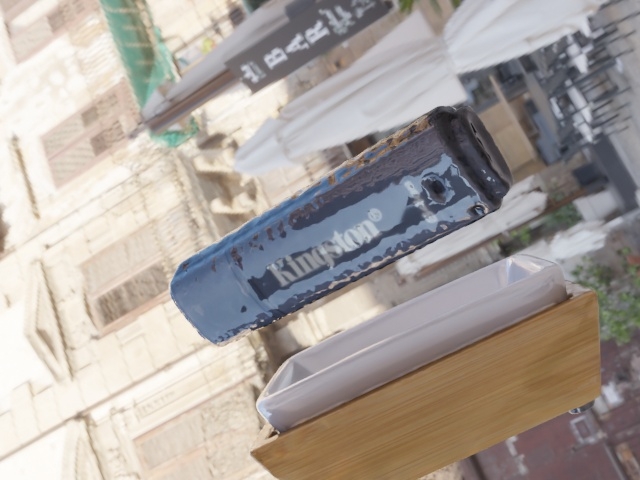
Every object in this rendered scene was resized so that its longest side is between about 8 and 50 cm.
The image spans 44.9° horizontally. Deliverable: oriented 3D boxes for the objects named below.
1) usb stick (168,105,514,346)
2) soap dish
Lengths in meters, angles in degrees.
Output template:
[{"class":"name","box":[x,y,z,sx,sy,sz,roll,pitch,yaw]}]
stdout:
[{"class":"usb stick","box":[0.000,0.000,0.540,0.077,0.278,0.045,57,-147,-6]},{"class":"soap dish","box":[0.095,0.121,0.692,0.118,0.290,0.229,64,-175,1]}]
